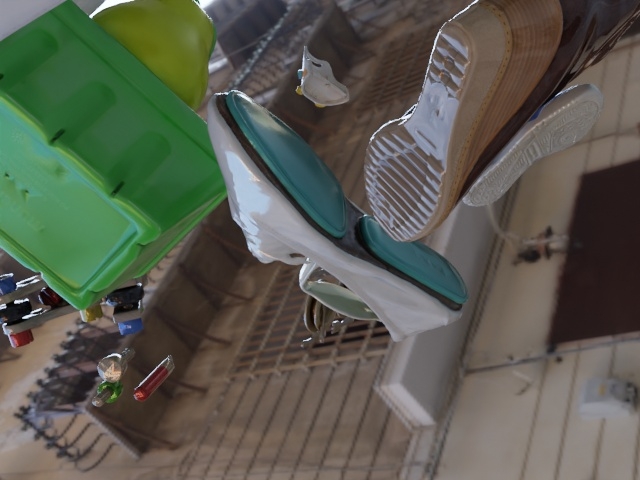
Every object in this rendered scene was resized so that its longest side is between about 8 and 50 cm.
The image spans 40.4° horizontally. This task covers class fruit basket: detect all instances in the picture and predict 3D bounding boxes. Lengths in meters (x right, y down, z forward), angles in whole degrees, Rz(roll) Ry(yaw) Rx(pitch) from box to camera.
[{"bbox_3d":[-0.271,-0.155,1.048,0.392,0.283,0.392,34,-147,-26],"label":"fruit basket"}]

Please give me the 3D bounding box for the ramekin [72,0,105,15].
[{"bbox_3d":[-0.452,-0.413,1.349,0.127,0.273,0.272,57,-141,-41],"label":"ramekin"}]

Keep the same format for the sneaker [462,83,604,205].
[{"bbox_3d":[0.169,-0.104,0.755,0.058,0.152,0.084,11,-130,-35],"label":"sneaker"}]

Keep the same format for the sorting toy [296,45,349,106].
[{"bbox_3d":[-0.004,-0.235,1.227,0.083,0.045,0.075,28,-134,-43],"label":"sorting toy"}]

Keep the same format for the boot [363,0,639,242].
[{"bbox_3d":[0.150,-0.106,0.676,0.207,0.248,0.090,-25,-114,-28],"label":"boot"}]

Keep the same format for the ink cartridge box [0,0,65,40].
[{"bbox_3d":[-0.107,-0.336,0.716,0.091,0.385,0.308,59,-165,-30],"label":"ink cartridge box"}]

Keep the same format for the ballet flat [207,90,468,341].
[{"bbox_3d":[0.000,0.000,0.973,0.400,0.139,0.139,37,-130,-28],"label":"ballet flat"}]

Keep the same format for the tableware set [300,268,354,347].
[{"bbox_3d":[0.033,0.099,1.419,0.194,0.039,0.128,-18,-64,-61],"label":"tableware set"}]

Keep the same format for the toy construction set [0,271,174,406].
[{"bbox_3d":[-0.345,0.100,1.416,0.309,0.257,0.237,55,-162,-4],"label":"toy construction set"}]
